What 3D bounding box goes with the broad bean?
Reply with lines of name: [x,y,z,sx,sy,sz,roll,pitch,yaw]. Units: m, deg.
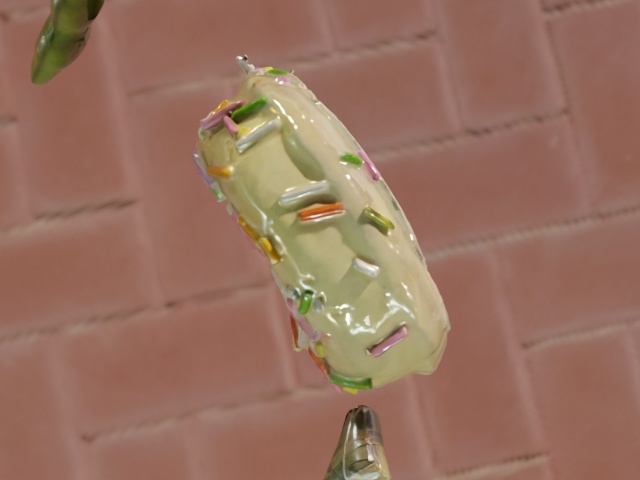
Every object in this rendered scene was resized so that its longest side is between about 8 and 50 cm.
broad bean: [-0.221,-0.209,1.662,0.043,0.297,0.060,46,65,5]

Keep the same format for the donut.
donut: [0.006,0.009,1.942,0.150,0.307,0.371,-32,118,-7]

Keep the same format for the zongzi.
zongzi: [0.020,0.191,1.627,0.083,0.040,0.076,-33,43,26]
